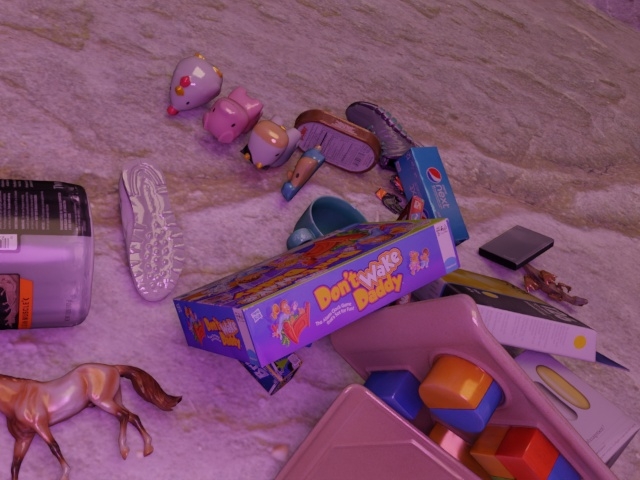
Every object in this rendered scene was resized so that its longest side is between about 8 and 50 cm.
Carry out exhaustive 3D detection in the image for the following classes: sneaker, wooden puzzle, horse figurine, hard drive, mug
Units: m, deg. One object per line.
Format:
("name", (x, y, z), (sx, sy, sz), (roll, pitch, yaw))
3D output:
("sneaker", (-0.283, -0.012, 1.125), (0.090, 0.095, 0.235), (0, 73, -32))
("wooden puzzle", (0.180, 0.240, 0.921), (0.080, 0.322, 0.348), (-44, 102, -29))
("sneaker", (0.135, -0.212, 1.497), (0.223, 0.083, 0.098), (37, 51, 5))
("horse figurine", (-0.324, 0.227, 0.914), (0.263, 0.066, 0.174), (-16, 67, -33))
("hard drive", (0.410, 0.015, 1.447), (0.135, 0.022, 0.094), (-26, 37, -33))
("wooden puzzle", (0.073, 0.342, 0.938), (0.238, 0.221, 0.044), (37, 9, 3))
("mug", (0.003, -0.005, 1.235), (0.157, 0.097, 0.129), (18, 43, -23))

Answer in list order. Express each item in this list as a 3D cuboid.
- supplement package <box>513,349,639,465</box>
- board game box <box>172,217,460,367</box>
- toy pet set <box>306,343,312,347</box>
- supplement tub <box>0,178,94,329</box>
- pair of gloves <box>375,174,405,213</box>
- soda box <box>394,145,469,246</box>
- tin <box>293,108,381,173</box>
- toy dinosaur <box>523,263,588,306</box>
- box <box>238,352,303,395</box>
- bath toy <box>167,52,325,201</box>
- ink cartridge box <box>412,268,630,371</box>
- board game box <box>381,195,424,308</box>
("supplement package", (0.341, 0.307, 1.082), (0.194, 0.149, 0.203), (-22, 49, -39))
("board game box", (-0.006, 0.061, 0.997), (0.347, 0.233, 0.078), (-23, 101, -31))
("toy pet set", (-0.035, 0.102, 1.180), (0.122, 0.065, 0.114), (-45, 115, -40))
("supplement tub", (-0.484, 0.019, 0.908), (0.337, 0.207, 0.207), (0, 53, -26))
("pair of gloves", (0.162, -0.097, 1.445), (0.074, 0.010, 0.083), (43, 64, 4))
("soda box", (0.226, -0.084, 1.408), (0.071, 0.067, 0.210), (-7, 72, -30))
("tin", (0.033, -0.201, 1.417), (0.189, 0.106, 0.040), (22, 47, -7))
("toy dinosaur", (0.453, 0.078, 1.440), (0.211, 0.064, 0.112), (44, 15, 19))
("box", (-0.108, 0.157, 1.081), (0.169, 0.059, 0.054), (45, 50, 13))
("bath toy", (-0.159, -0.222, 1.334), (0.348, 0.151, 0.129), (38, 82, 8))
("ink cartridge box", (0.331, 0.120, 1.209), (0.307, 0.072, 0.303), (12, 8, -15))
("board game box", (0.127, 0.063, 1.217), (0.027, 0.145, 0.281), (23, 46, -8))
